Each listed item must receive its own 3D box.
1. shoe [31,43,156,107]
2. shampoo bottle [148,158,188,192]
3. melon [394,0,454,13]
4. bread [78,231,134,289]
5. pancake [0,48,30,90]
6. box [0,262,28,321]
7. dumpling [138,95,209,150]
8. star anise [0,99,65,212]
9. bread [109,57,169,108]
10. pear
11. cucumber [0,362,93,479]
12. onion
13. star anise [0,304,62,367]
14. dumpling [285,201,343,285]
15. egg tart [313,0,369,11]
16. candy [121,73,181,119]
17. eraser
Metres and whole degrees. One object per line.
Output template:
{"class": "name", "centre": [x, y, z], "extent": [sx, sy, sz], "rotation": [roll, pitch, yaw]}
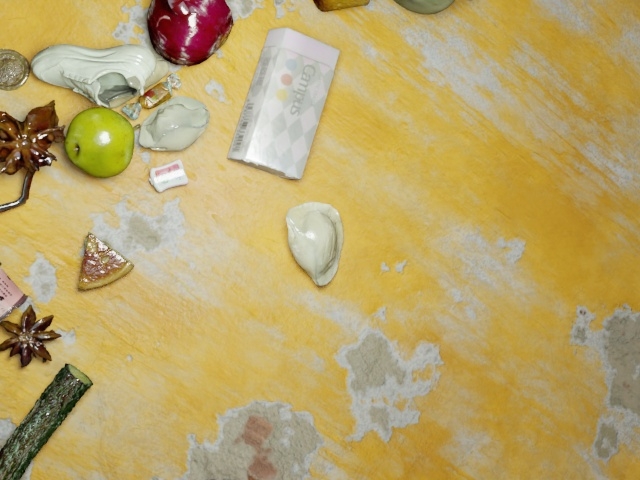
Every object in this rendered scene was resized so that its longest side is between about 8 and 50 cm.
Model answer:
{"class": "shoe", "centre": [-0.578, -0.404, 1.604], "extent": [0.315, 0.124, 0.160], "rotation": [-6, 62, 2]}
{"class": "shampoo bottle", "centre": [-0.420, -0.175, 1.732], "extent": [0.099, 0.043, 0.072], "rotation": [-20, 95, -14]}
{"class": "melon", "centre": [0.291, -0.792, 1.816], "extent": [0.307, 0.272, 0.272], "rotation": [35, 80, 16]}
{"class": "bread", "centre": [-0.567, 0.060, 1.687], "extent": [0.135, 0.054, 0.155], "rotation": [7, 93, -13]}
{"class": "pancake", "centre": [-0.816, -0.445, 1.646], "extent": [0.114, 0.011, 0.115], "rotation": [1, 88, -16]}
{"class": "box", "centre": [-0.825, 0.138, 1.575], "extent": [0.151, 0.151, 0.135], "rotation": [-44, 108, -11]}
{"class": "dumpling", "centre": [-0.401, -0.322, 1.714], "extent": [0.180, 0.111, 0.155], "rotation": [-3, 58, -24]}
{"class": "star anise", "centre": [-0.767, -0.214, 1.597], "extent": [0.237, 0.148, 0.347], "rotation": [24, 86, 9]}
{"class": "bread", "centre": [-0.505, -0.432, 1.707], "extent": [0.214, 0.053, 0.073], "rotation": [-37, 95, -12]}
{"class": "pear", "centre": [-0.554, -0.260, 1.648], "extent": [0.166, 0.216, 0.180], "rotation": [13, 116, 23]}
{"class": "cucumber", "centre": [-0.734, 0.488, 1.627], "extent": [0.096, 0.096, 0.359], "rotation": [39, 83, -11]}
{"class": "onion", "centre": [-0.354, -0.576, 1.667], "extent": [0.216, 0.206, 0.207], "rotation": [31, 82, -12]}
{"class": "star anise", "centre": [-0.757, 0.249, 1.635], "extent": [0.167, 0.057, 0.168], "rotation": [0, 91, -16]}
{"class": "dumpling", "centre": [0.000, 0.000, 1.807], "extent": [0.179, 0.131, 0.252], "rotation": [-35, 109, -36]}
{"class": "egg tart", "centre": [0.043, -0.739, 1.786], "extent": [0.147, 0.202, 0.203], "rotation": [-24, 96, -5]}
{"class": "candy", "centre": [-0.457, -0.389, 1.724], "extent": [0.182, 0.046, 0.053], "rotation": [-38, 96, -17]}
{"class": "eraser", "centre": [-0.104, -0.388, 1.796], "extent": [0.212, 0.082, 0.397], "rotation": [18, 85, -14]}
